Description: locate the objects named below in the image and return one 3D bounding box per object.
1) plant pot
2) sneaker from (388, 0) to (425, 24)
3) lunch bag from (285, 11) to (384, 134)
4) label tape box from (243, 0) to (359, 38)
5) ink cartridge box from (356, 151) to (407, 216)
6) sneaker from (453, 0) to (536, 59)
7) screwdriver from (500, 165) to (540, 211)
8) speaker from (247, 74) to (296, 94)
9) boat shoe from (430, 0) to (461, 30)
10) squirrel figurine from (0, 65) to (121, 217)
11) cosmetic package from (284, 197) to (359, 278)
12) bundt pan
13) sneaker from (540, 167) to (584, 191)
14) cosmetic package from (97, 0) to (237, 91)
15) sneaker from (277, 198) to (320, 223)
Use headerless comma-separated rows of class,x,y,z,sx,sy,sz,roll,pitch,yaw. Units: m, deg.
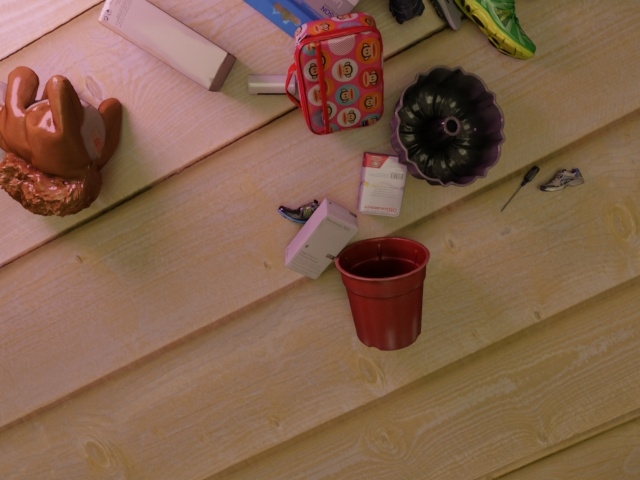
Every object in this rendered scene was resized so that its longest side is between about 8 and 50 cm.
plant pot,0.194,0.165,1.373,0.272,0.272,0.265,-8,113,0
sneaker,0.209,-0.688,1.217,0.086,0.163,0.227,-16,65,24
lunch bag,0.033,-0.427,1.203,0.257,0.120,0.293,-11,140,0
label tape box,-0.013,-0.659,1.125,0.249,0.115,0.348,31,122,-20
ink cartridge box,0.182,-0.167,1.363,0.127,0.072,0.175,6,105,-5
sneaker,0.488,-0.609,1.231,0.295,0.109,0.123,41,104,-12
screwdriver,0.610,-0.159,1.412,0.025,0.024,0.170,45,108,17
speaker,-0.137,-0.438,1.286,0.136,0.055,0.055,-1,106,-2
boat shoe,0.337,-0.637,1.254,0.049,0.040,0.142,-43,105,-29
squirrel figurine,-0.772,-0.250,1.212,0.369,0.281,0.398,7,103,3
cosmetic package,0.000,0.000,1.354,0.117,0.086,0.231,24,126,-22
bundt pan,0.337,-0.302,1.272,0.330,0.124,0.332,1,88,-14
sneaker,0.730,-0.186,1.395,0.135,0.052,0.058,-16,96,-5
cosmetic package,-0.390,-0.523,1.200,0.309,0.160,0.113,31,103,-9
sneaker,-0.036,-0.087,1.389,0.187,0.067,0.078,5,94,-6
